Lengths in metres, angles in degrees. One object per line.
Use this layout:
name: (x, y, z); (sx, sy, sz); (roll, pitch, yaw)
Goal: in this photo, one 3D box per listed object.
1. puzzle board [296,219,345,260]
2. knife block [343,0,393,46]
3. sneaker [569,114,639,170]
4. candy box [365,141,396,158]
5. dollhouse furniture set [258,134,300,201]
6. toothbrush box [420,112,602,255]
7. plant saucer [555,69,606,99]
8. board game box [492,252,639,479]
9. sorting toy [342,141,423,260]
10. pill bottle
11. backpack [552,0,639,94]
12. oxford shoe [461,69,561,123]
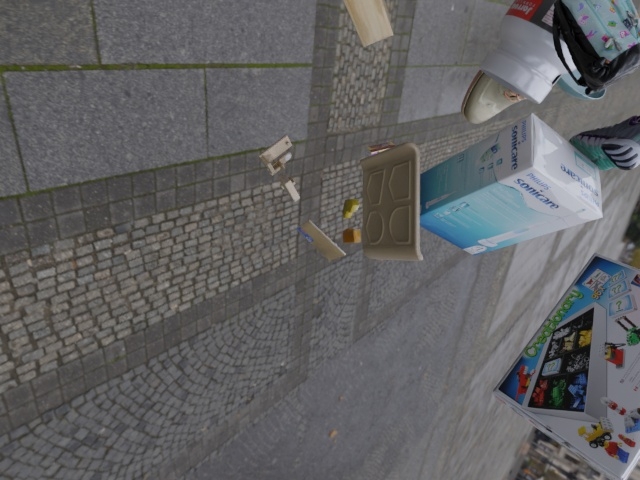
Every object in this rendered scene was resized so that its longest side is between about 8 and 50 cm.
puzzle board: (0.000, 0.000, 1.117); (0.128, 0.096, 0.011); (44, 67, -9)
knife block: (0.083, -0.631, 1.038); (0.242, 0.088, 0.275); (-44, 118, -65)
sneaker: (0.557, -0.187, 0.807); (0.098, 0.083, 0.223); (-42, -172, 16)
candy box: (0.225, -0.270, 1.635); (0.109, 0.053, 0.186); (-16, 130, -17)
dollhouse furniture set: (-0.105, -0.253, 1.526); (0.123, 0.151, 0.144); (-40, 149, -6)
toothbrush box: (0.368, -0.094, 0.890); (0.216, 0.295, 0.126); (24, 63, -24)
plant saucer: (0.785, -0.572, 1.380); (0.318, 0.317, 0.044); (-36, 177, -36)
board game box: (0.441, 0.179, 0.668); (0.305, 0.193, 0.053); (-48, 135, -10)
sorting toy: (0.131, -0.072, 0.952); (0.041, 0.307, 0.229); (-4, 91, -23)
pill bottle: (0.542, -0.511, 0.967); (0.210, 0.210, 0.363); (-3, 132, -53)
backpack: (0.497, -0.372, 0.774); (0.115, 0.182, 0.152); (-27, 175, 18)
oxford shoe: (0.547, -0.447, 1.202); (0.141, 0.397, 0.146); (15, 57, -20)
